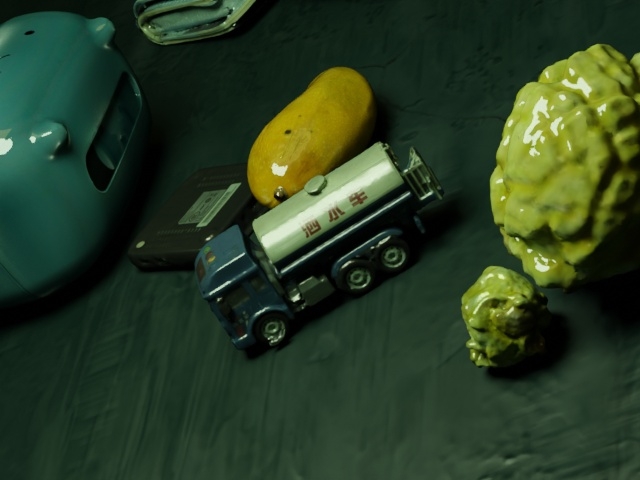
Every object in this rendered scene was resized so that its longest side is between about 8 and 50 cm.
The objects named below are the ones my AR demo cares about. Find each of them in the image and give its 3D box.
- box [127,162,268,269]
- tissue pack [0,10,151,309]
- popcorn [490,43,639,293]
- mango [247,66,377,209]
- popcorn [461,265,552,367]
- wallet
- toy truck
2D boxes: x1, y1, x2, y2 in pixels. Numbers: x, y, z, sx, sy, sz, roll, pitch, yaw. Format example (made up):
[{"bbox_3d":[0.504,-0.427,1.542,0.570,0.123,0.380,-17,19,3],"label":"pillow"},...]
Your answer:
[{"bbox_3d":[-0.103,-0.024,1.572,0.125,0.027,0.126,-4,40,44],"label":"box"},{"bbox_3d":[-0.270,-0.081,1.654,0.206,0.198,0.287,-19,30,25],"label":"tissue pack"},{"bbox_3d":[0.183,-0.047,1.182,0.142,0.173,0.173,-4,40,30],"label":"popcorn"},{"bbox_3d":[-0.003,-0.089,1.521,0.098,0.075,0.190,-8,31,31],"label":"mango"},{"bbox_3d":[0.125,0.051,1.189,0.060,0.068,0.083,-7,-7,3],"label":"popcorn"},{"bbox_3d":[-0.078,-0.319,1.956,0.250,0.075,0.176,-49,25,-26],"label":"wallet"},{"bbox_3d":[0.000,0.000,1.363,0.202,0.088,0.074,-32,30,6],"label":"toy truck"}]
